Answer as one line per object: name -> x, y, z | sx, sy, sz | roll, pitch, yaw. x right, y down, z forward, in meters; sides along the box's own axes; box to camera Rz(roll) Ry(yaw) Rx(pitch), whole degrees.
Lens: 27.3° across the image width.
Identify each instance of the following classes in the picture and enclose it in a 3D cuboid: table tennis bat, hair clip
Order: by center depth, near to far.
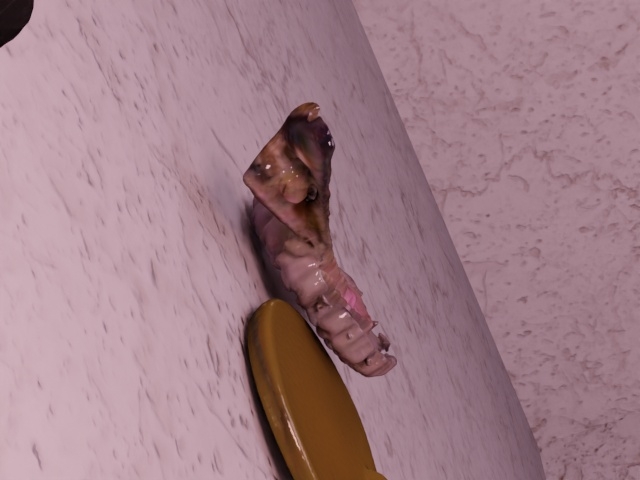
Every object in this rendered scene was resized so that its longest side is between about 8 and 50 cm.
table tennis bat -> 0.026, 0.178, 1.001 | 0.198, 0.050, 0.321 | -101, 164, -53
hair clip -> -0.007, 0.002, 1.020 | 0.300, 0.069, 0.173 | 73, -10, -58

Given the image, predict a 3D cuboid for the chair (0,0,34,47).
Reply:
chair -> -0.144, -0.048, 0.294 | 0.140, 0.145, 0.221 | 34, 39, -72
